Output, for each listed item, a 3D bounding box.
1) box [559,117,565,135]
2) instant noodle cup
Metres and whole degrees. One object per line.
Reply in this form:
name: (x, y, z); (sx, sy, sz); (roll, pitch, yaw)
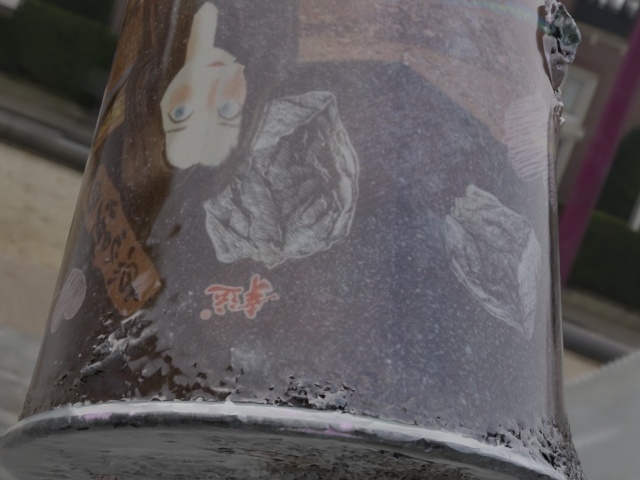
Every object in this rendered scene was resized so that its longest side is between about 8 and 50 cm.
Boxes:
box: (0.090, -0.069, 1.008); (0.098, 0.062, 0.045); (32, 35, 9)
instant noodle cup: (0.000, 0.000, 0.644); (0.218, 0.207, 0.217); (5, -20, 2)
